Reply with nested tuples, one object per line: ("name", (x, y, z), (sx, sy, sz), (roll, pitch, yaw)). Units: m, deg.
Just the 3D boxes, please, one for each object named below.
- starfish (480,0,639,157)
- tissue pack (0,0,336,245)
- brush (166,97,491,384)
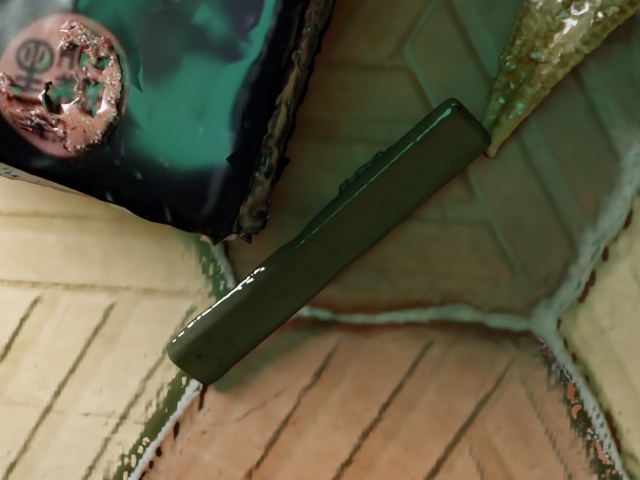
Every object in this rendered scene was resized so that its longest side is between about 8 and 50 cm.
("starfish", (0.164, -0.151, 0.539), (0.235, 0.062, 0.277), (26, 92, 7))
("tissue pack", (-0.093, -0.185, 0.557), (0.245, 0.123, 0.332), (20, 94, 10))
("brush", (0.000, 0.000, 0.583), (0.190, 0.027, 0.034), (-42, 117, 15))
